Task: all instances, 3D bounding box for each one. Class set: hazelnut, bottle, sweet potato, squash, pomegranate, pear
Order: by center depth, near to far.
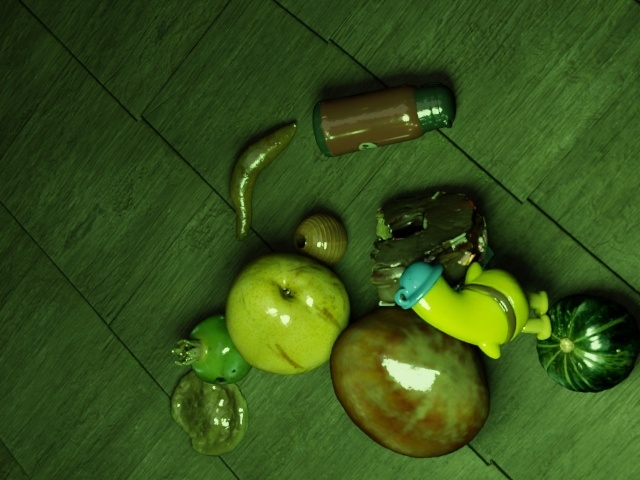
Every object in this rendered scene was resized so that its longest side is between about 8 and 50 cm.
[{"bbox_3d":[0.560,0.214,1.639,0.218,0.173,0.218,-20,67,59],"label":"squash"},{"bbox_3d":[0.195,0.295,1.694,0.366,0.366,0.365,-3,83,22],"label":"hazelnut"},{"bbox_3d":[-0.076,0.170,1.837,0.315,0.314,0.314,-3,83,22],"label":"pear"},{"bbox_3d":[0.158,-0.296,1.889,0.336,0.144,0.143,-8,81,19],"label":"bottle"},{"bbox_3d":[-0.270,0.273,1.956,0.187,0.225,0.186,-5,82,37],"label":"pomegranate"},{"bbox_3d":[-0.178,-0.169,2.046,0.108,0.079,0.346,26,98,10],"label":"sweet potato"}]

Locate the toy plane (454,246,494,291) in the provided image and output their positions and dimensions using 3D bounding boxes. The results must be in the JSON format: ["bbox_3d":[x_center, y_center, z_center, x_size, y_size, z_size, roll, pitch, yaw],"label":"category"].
[{"bbox_3d":[0.346,0.124,1.812,0.096,0.060,0.235,30,101,36],"label":"toy plane"}]

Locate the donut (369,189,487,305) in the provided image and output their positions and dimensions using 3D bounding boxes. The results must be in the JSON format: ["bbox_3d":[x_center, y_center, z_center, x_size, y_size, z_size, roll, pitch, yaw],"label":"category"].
[{"bbox_3d":[0.243,0.005,1.745,0.260,0.345,0.136,-14,117,11],"label":"donut"}]

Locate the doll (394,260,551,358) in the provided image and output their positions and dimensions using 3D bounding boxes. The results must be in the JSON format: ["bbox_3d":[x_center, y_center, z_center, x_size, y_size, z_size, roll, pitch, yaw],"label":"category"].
[{"bbox_3d":[0.309,0.134,1.561,0.145,0.363,0.199,135,138,-54],"label":"doll"}]

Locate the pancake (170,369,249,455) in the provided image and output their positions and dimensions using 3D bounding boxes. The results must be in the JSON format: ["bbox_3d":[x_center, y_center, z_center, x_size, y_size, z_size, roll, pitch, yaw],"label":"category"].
[{"bbox_3d":[-0.294,0.447,2.046,0.223,0.042,0.236,-27,74,20],"label":"pancake"}]

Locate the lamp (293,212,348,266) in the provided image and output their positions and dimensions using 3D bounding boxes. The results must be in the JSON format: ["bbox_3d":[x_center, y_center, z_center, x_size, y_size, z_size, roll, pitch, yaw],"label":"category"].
[{"bbox_3d":[0.000,0.000,1.924,0.137,0.136,0.136,-3,83,22],"label":"lamp"}]
